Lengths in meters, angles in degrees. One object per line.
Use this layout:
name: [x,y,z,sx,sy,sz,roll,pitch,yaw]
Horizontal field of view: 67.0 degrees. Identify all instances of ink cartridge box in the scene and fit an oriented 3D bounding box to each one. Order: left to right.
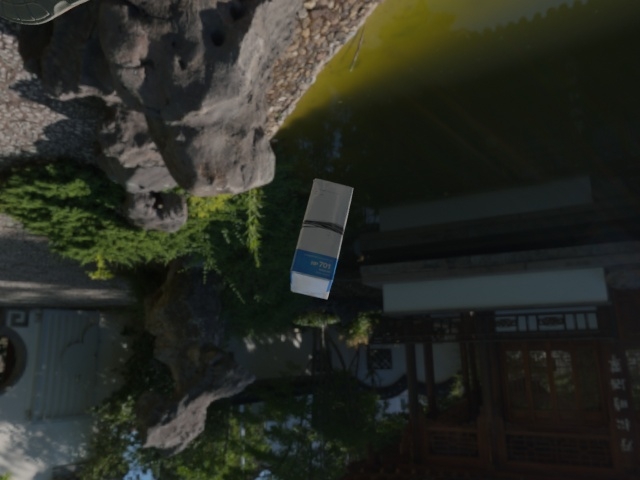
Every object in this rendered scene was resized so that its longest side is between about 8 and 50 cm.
ink cartridge box: [0.000,0.000,0.926,0.082,0.190,0.139,14,160,2]

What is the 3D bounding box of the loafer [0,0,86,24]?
loafer: [-0.229,-0.218,0.419,0.125,0.045,0.039,-2,-150,22]
